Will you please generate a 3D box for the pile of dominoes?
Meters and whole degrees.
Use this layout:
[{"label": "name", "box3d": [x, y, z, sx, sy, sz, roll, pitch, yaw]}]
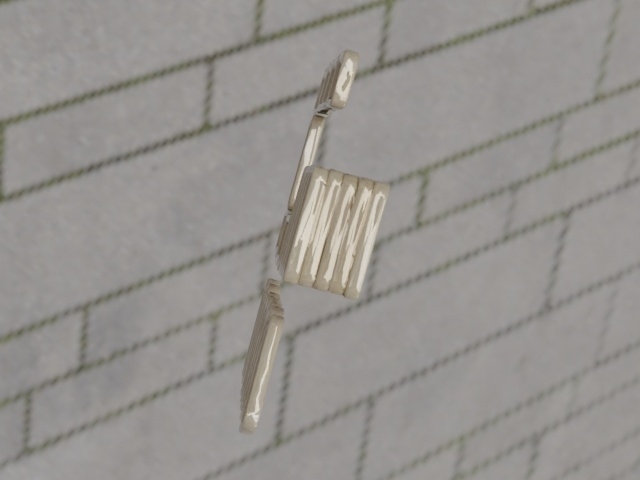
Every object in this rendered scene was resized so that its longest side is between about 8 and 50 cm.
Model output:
[{"label": "pile of dominoes", "box3d": [0.000, 0.000, 1.008, 0.251, 0.040, 0.196, -124, -131, -87]}]
